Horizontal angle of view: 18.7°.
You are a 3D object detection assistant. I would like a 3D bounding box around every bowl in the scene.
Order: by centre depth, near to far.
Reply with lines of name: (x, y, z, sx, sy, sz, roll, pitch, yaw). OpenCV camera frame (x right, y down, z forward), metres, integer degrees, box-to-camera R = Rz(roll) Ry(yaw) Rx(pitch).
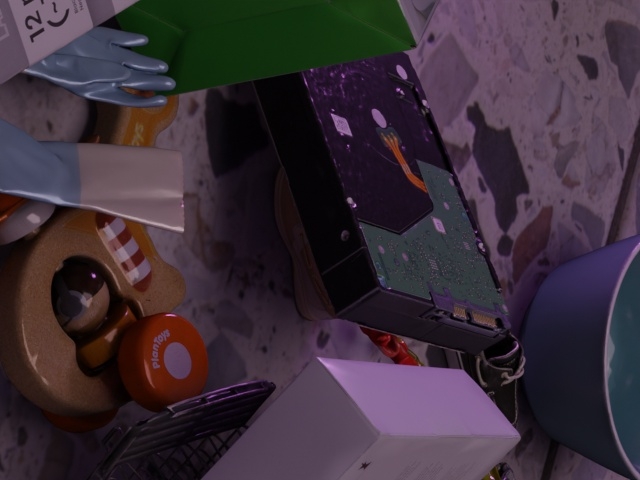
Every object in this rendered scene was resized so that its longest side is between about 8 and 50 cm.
bowl: (0.348, 0.134, 2.304, 0.311, 0.163, 0.311, -4, 95, -52)

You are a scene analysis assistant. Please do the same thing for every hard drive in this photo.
hard drive: (0.051, -0.061, 1.880, 0.237, 0.064, 0.339, 16, 46, -51)

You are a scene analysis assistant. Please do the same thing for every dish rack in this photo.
dish rack: (-0.141, 0.226, 1.653, 0.208, 0.271, 0.074, -14, 59, -51)

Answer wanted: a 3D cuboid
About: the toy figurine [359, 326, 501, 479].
toy figurine: (0.034, 0.211, 1.966, 0.217, 0.191, 0.362, -39, 154, 1)

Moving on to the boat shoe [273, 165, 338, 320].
boat shoe: (0.000, 0.000, 1.946, 0.063, 0.059, 0.170, -34, 117, -46)

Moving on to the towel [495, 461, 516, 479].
towel: (0.156, 0.461, 2.177, 0.324, 0.056, 0.312, -42, 125, -45)

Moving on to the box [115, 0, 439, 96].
box: (-0.019, -0.251, 1.716, 0.127, 0.262, 0.231, 65, 32, -29)

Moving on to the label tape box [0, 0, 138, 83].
label tape box: (-0.295, -0.235, 1.447, 0.348, 0.115, 0.249, -41, 122, -43)

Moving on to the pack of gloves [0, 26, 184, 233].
pack of gloves: (-0.227, -0.103, 1.594, 0.232, 0.046, 0.195, 13, 54, -27)

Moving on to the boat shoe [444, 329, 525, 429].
boat shoe: (0.189, 0.136, 2.178, 0.078, 0.070, 0.219, -48, 126, -39)

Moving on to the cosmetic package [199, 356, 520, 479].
cosmetic package: (-0.032, 0.264, 1.677, 0.377, 0.097, 0.284, -47, 158, 16)

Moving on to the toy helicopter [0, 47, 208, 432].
toy helicopter: (-0.201, -0.022, 1.672, 0.235, 0.140, 0.355, 34, 54, -37)
